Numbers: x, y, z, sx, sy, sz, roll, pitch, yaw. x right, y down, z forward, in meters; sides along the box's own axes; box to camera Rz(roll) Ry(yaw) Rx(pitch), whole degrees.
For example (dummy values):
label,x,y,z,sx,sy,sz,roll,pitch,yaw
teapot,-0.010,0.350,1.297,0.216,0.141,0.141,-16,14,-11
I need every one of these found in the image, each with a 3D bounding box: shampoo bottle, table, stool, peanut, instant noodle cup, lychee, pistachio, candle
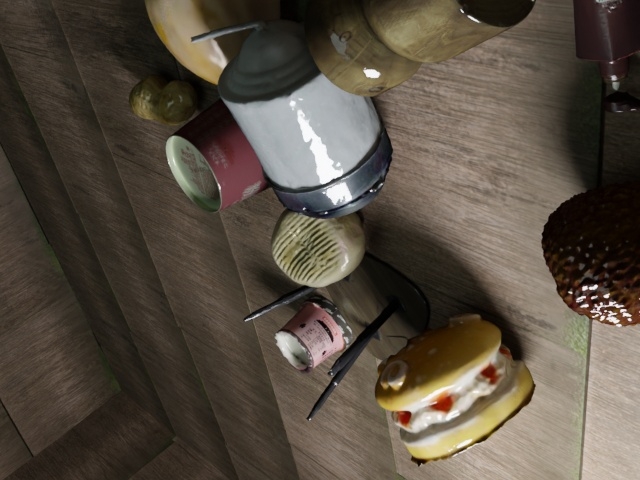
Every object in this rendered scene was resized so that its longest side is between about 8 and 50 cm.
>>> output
label,x,y,z,sx,sy,sz,roll,pitch,yaw
shampoo bottle,0.328,-0.258,0.803,0.068,0.067,0.236,26,142,52
table,0.037,0.190,1.458,0.317,0.249,0.317,34,144,29
stool,0.120,-0.309,0.915,0.264,0.179,0.179,-15,108,57
peanut,-0.357,-0.319,1.622,0.229,0.098,0.103,18,161,40
instant noodle cup,-0.194,-0.175,1.468,0.235,0.178,0.235,36,147,29
lychee,0.375,0.016,0.911,0.194,0.194,0.194,34,144,29
pistachio,-0.172,-0.411,1.183,0.230,0.230,0.309,23,143,39
candle,-0.027,-0.210,1.117,0.221,0.221,0.342,23,152,40

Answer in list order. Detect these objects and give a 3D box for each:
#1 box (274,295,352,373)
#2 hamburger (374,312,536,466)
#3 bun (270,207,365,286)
label,x,y,z,sx,sy,sz,roll,pitch,yaw
box,-0.022,0.228,1.688,0.151,0.135,0.151,32,142,29
hamburger,0.221,0.251,1.288,0.186,0.261,0.303,55,172,4
bun,0.000,0.000,1.416,0.193,0.128,0.178,-42,82,35
